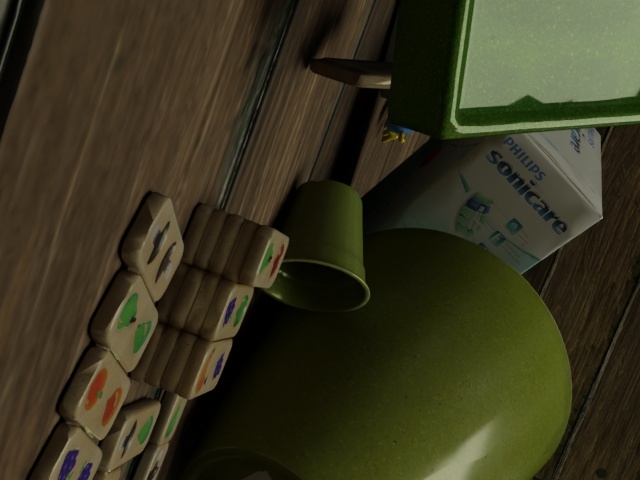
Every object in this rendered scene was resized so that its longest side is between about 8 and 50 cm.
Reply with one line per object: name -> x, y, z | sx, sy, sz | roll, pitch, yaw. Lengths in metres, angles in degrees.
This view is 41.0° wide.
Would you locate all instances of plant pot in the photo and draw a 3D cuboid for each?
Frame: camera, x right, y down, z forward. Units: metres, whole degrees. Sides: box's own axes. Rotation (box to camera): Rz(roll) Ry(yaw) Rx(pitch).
plant pot -> 0.026, 0.158, 0.684 | 0.293, 0.275, 0.274 | -29, 142, -56
plant pot -> 0.000, 0.000, 0.631 | 0.083, 0.083, 0.079 | 99, 1, -62

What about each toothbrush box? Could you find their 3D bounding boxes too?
toothbrush box -> 0.135, -0.026, 0.885 | 0.295, 0.126, 0.216 | -39, -170, 31

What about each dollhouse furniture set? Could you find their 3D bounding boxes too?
dollhouse furniture set -> 0.084, -0.219, 0.431 | 0.197, 0.151, 0.301 | 35, -55, 57

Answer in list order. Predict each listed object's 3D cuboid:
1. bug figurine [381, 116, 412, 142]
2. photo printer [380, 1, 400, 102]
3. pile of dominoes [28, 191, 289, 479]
bug figurine -> 0.196, -0.219, 1.066 | 0.216, 0.279, 0.072 | -82, 149, -46
photo printer -> 0.168, -0.294, 0.892 | 0.307, 0.107, 0.256 | -61, 170, -49
pile of dominoes -> -0.082, 0.106, 0.406 | 0.196, 0.040, 0.251 | 39, 72, -84
